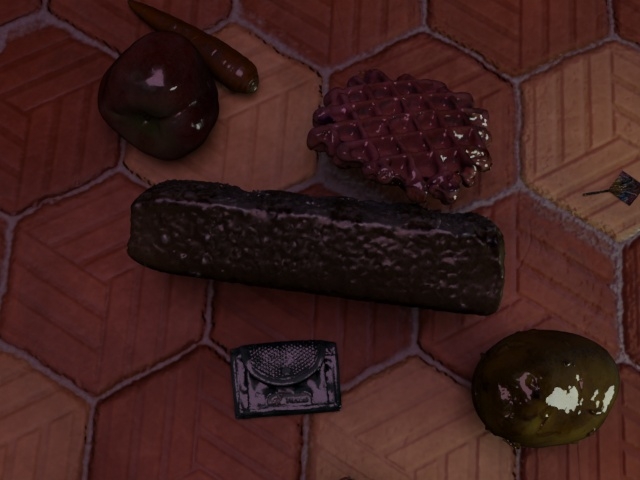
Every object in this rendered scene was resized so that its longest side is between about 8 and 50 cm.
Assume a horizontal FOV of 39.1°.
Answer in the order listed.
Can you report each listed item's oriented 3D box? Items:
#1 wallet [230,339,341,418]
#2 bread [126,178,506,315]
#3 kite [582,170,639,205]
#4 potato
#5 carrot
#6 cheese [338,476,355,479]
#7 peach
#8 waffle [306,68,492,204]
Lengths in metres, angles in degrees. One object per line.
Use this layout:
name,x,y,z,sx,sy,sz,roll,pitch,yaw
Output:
wallet,-0.042,0.164,1.075,0.129,0.026,0.088,-4,76,-3
bread,0.000,0.000,1.043,0.416,0.165,0.113,7,96,0
kite,0.379,-0.060,1.157,0.078,0.002,0.044,-29,78,-10
potato,0.253,0.169,1.036,0.176,0.137,0.137,7,74,-22
carrot,-0.168,-0.260,1.176,0.216,0.048,0.048,36,77,12
cheese,0.097,0.398,0.964,0.217,0.129,0.329,-38,93,15
peach,-0.191,-0.188,1.109,0.152,0.152,0.152,0,76,-1
waffle,0.105,-0.136,1.095,0.221,0.055,0.234,25,42,14
